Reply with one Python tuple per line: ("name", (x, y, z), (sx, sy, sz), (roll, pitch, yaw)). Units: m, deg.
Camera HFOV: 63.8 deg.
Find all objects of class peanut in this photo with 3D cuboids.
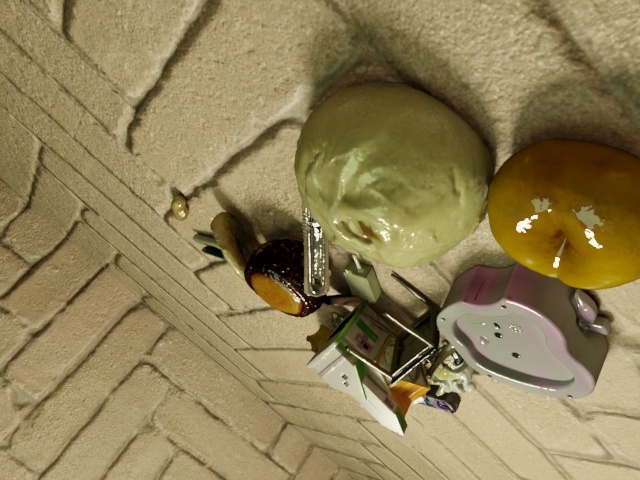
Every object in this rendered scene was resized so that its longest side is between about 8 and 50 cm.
("peanut", (-0.440, -0.102, 1.612), (0.054, 0.054, 0.113), (29, 150, 14))

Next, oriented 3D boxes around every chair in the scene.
("chair", (0.226, 0.244, 1.249), (0.272, 0.166, 0.188), (34, 125, -7))

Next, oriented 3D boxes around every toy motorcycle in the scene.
("toy motorcycle", (0.357, 0.371, 1.425), (0.151, 0.074, 0.229), (36, 143, 11))

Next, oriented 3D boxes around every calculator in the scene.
("calculator", (0.060, 0.164, 1.418), (0.166, 0.103, 0.024), (177, 91, -67))

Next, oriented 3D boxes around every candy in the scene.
("candy", (0.298, 0.485, 1.667), (0.312, 0.061, 0.088), (-1, 137, 48))

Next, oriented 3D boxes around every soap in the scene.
("soap", (0.038, 0.351, 1.620), (0.160, 0.080, 0.257), (47, 175, 21))

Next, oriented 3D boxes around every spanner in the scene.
("spanner", (-0.293, 0.036, 1.666), (0.324, 0.040, 0.096), (13, 145, 38))

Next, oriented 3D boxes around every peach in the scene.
("peach", (0.366, -0.032, 0.744), (0.251, 0.153, 0.251), (31, 147, 22))

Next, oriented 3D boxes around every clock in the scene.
("clock", (0.416, 0.190, 1.061), (0.338, 0.102, 0.338), (26, 150, 17))
("clock", (0.158, 0.344, 1.378), (0.309, 0.235, 0.166), (45, 125, 2))

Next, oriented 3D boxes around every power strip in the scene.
("power strip", (0.103, 0.093, 1.314), (0.075, 0.042, 0.175), (16, 146, 32))

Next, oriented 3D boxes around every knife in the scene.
("knife", (0.000, 0.004, 1.176), (0.089, 0.043, 0.365), (2, 129, -1))

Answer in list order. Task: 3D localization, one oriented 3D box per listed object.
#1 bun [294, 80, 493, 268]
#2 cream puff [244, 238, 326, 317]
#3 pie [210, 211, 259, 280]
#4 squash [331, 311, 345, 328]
("bun", (0.103, -0.082, 0.897), (0.364, 0.202, 0.364), (25, 150, 15))
("cream puff", (-0.083, 0.095, 1.395), (0.239, 0.165, 0.239), (26, 149, 17))
("pie", (-0.238, 0.027, 1.465), (0.052, 0.185, 0.218), (-23, 124, 17))
("squash", (0.145, 0.322, 1.568), (0.287, 0.137, 0.137), (43, 153, 13))
